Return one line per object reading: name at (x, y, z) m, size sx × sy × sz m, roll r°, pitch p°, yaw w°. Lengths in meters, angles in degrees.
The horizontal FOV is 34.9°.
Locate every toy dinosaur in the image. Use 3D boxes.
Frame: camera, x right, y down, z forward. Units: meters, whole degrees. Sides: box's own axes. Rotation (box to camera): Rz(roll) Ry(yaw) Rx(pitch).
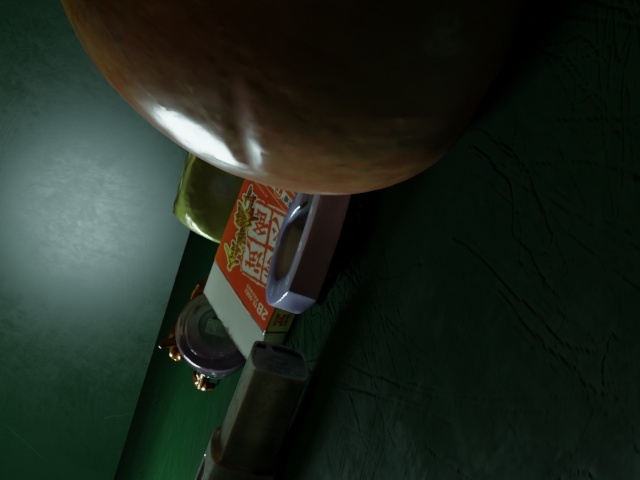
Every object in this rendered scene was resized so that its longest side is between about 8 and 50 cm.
toy dinosaur at (-0.198, 0.150, 1.674) m, size 0.432 × 0.097 × 0.208 m, roll -76°, pitch 3°, yaw -64°

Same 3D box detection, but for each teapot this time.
teapot at (-0.147, 0.132, 1.467) m, size 0.146 × 0.116 × 0.148 m, roll 105°, pitch 172°, yaw -66°

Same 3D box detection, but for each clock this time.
clock at (0.000, 0.000, 1.042) m, size 0.172 × 0.064 × 0.198 m, roll -87°, pitch 17°, yaw -49°

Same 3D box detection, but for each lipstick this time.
lipstick at (-0.082, 0.230, 1.087) m, size 0.079 × 0.077 × 0.253 m, roll -97°, pitch 27°, yaw -63°

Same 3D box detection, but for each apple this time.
apple at (-0.018, -0.241, 0.761) m, size 0.391 × 0.346 × 0.392 m, roll -163°, pitch 90°, yaw -73°

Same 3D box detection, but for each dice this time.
dice at (-0.098, -0.093, 1.380) m, size 0.166 × 0.169 × 0.169 m, roll -100°, pitch 28°, yaw -67°

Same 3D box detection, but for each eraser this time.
eraser at (-0.069, 0.020, 1.256) m, size 0.157 × 0.038 × 0.230 m, roll 50°, pitch 128°, yaw 42°
